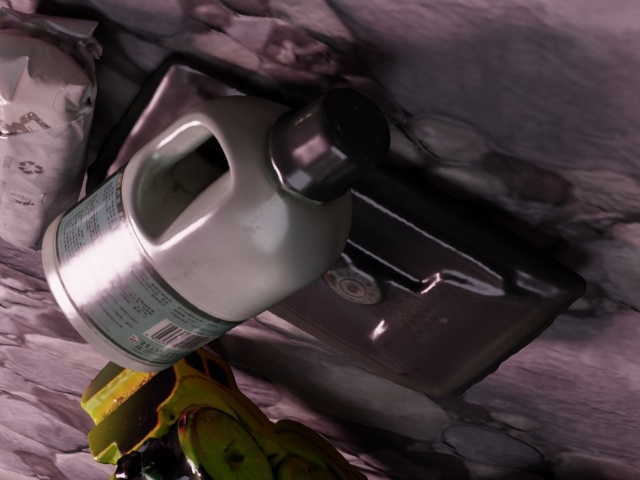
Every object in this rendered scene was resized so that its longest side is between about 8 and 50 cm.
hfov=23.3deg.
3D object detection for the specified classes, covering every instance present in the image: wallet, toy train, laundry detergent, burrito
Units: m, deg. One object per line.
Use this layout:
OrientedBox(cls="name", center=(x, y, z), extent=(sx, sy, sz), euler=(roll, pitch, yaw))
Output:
OrientedBox(cls="wallet", center=(0.000, 0.000, 0.820), extent=(0.245, 0.052, 0.168), euler=(28, 150, -11))
OrientedBox(cls="toy train", center=(-0.035, 0.182, 1.091), extent=(0.100, 0.160, 0.296), euler=(-40, 130, 16))
OrientedBox(cls="laundry detergent", center=(-0.048, -0.011, 0.739), extent=(0.226, 0.070, 0.099), euler=(-32, 92, 48))
OrientedBox(cls="burrito", center=(-0.150, -0.052, 0.808), extent=(0.064, 0.064, 0.203), euler=(22, 153, -4))
